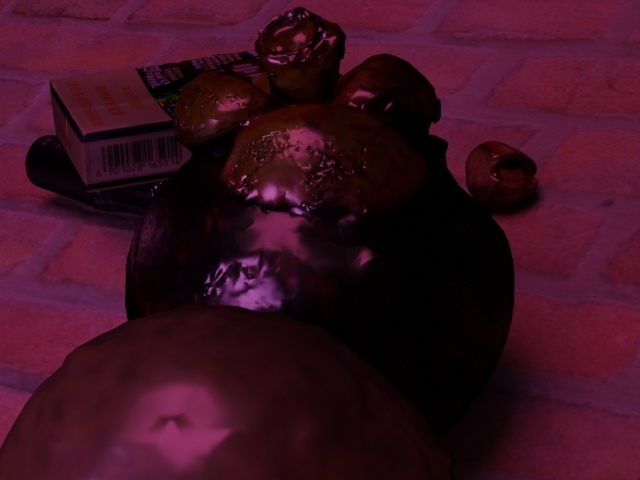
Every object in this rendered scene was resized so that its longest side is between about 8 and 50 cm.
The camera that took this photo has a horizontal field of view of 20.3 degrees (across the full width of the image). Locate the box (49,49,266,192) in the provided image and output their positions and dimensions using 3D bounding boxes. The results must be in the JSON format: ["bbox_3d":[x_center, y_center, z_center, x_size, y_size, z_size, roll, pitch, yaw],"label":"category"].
[{"bbox_3d":[-0.171,-0.155,2.260,0.310,0.084,0.198,-10,28,-16],"label":"box"}]

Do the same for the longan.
[{"bbox_3d":[-0.074,0.240,1.414,0.391,0.391,0.391,-15,34,11],"label":"longan"}]

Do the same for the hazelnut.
[{"bbox_3d":[0.205,-0.075,2.029,0.086,0.086,0.086,-15,34,11],"label":"hazelnut"}]

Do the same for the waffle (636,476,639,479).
[{"bbox_3d":[0.294,0.293,1.459,0.329,0.062,0.329,-13,35,9],"label":"waffle"}]

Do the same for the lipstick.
[{"bbox_3d":[-0.255,-0.073,2.284,0.299,0.081,0.081,17,49,36],"label":"lipstick"}]

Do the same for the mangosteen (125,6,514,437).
[{"bbox_3d":[-0.014,0.016,1.726,0.381,0.421,0.381,-25,-5,-2],"label":"mangosteen"}]
